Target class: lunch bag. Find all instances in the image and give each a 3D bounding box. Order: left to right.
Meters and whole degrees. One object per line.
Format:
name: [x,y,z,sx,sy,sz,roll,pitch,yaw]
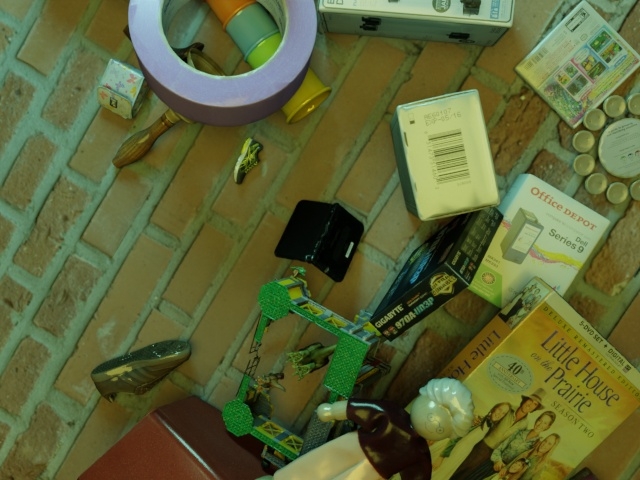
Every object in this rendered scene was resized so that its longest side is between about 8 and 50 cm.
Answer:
lunch bag: [-0.338,-0.257,1.237,0.071,0.053,0.083,30,105,2]

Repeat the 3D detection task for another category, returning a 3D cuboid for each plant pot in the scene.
plant pot: [-0.231,0.410,1.196,0.267,0.267,0.235,-42,78,6]

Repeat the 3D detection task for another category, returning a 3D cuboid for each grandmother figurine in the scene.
grandmother figurine: [0.080,0.317,1.060,0.342,0.104,0.208,-37,105,12]

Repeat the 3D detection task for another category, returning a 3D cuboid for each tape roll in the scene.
tape roll: [-0.145,-0.317,1.098,0.275,0.090,0.274,1,79,-6]

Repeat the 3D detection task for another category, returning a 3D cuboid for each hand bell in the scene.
hand bell: [-0.264,-0.200,1.224,0.242,0.126,0.126,-34,92,18]

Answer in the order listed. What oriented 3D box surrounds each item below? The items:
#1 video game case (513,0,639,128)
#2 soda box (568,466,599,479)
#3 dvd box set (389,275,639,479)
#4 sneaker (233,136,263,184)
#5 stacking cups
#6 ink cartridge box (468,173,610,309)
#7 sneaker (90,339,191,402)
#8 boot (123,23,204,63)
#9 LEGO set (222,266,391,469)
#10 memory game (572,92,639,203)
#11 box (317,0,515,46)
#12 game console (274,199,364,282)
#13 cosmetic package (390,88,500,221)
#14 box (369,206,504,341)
video game case: [0.426,-0.289,1.197,0.143,0.019,0.157,45,95,-1]
soda box: [0.387,0.510,1.233,0.263,0.083,0.092,-40,91,6]
dvd box set: [0.302,0.299,1.173,0.308,0.062,0.420,40,98,-25]
sneaker: [-0.124,-0.134,1.242,0.035,0.031,0.083,19,96,2]
stacking cups: [-0.116,-0.341,1.197,0.096,0.096,0.316,-39,89,6]
ink cartridge box: [0.344,0.016,1.191,0.154,0.093,0.212,32,95,1]
sneaker: [-0.307,0.231,1.279,0.188,0.066,0.071,-16,110,10]
boot: [-0.269,-0.347,1.235,0.106,0.037,0.114,-32,87,4]
LEGO set: [0.000,0.213,1.215,0.255,0.192,0.331,17,103,26]
memory game: [0.506,-0.151,1.198,0.186,0.012,0.186,0,100,0]
box: [0.146,-0.372,1.135,0.290,0.169,0.087,5,95,4]
game console: [0.000,0.000,1.224,0.107,0.071,0.122,38,59,-25]
cosmetic package: [0.175,-0.121,1.084,0.113,0.309,0.160,-12,95,6]
box: [0.181,0.041,1.113,0.051,0.220,0.175,45,130,-3]
